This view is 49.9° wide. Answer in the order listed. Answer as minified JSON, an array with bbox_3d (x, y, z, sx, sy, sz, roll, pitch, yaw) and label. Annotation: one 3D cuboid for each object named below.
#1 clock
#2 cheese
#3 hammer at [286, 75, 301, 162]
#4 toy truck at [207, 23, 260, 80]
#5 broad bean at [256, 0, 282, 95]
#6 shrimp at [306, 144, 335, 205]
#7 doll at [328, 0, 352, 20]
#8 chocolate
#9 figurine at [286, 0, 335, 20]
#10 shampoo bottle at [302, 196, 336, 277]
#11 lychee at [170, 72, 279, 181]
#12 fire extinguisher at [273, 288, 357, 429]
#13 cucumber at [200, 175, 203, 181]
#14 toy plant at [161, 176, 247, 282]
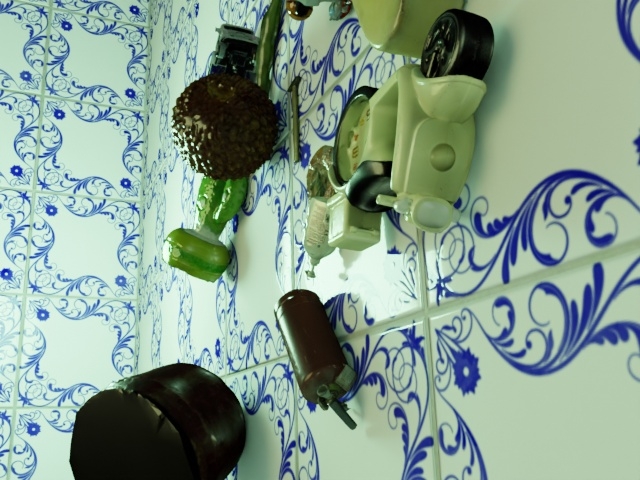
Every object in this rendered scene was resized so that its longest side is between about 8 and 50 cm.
[{"bbox_3d":[0.116,-0.129,0.976,0.379,0.120,0.276,152,124,-68],"label":"clock"},{"bbox_3d":[0.122,-0.490,1.036,0.384,0.104,0.383,-175,90,-67],"label":"cheese"},{"bbox_3d":[-0.056,-0.261,1.512,0.062,0.013,0.198,144,128,-60],"label":"hammer"},{"bbox_3d":[-0.248,-0.454,1.861,0.155,0.125,0.267,-102,27,-45],"label":"toy truck"},{"bbox_3d":[-0.133,-0.469,1.697,0.060,0.043,0.297,22,106,54],"label":"broad bean"},{"bbox_3d":[0.002,-0.089,1.307,0.101,0.042,0.190,-7,78,59],"label":"shrimp"},{"bbox_3d":[0.039,-0.441,1.299,0.114,0.039,0.057,-17,75,62],"label":"doll"},{"bbox_3d":[-0.349,0.475,1.628,0.384,0.331,0.383,2,93,28],"label":"chocolate"},{"bbox_3d":[-0.021,-0.506,1.282,0.236,0.133,0.175,-122,39,-75],"label":"figurine"},{"bbox_3d":[0.000,0.000,1.263,0.077,0.045,0.151,22,107,29],"label":"shampoo bottle"},{"bbox_3d":[-0.224,-0.256,1.626,0.267,0.268,0.267,-175,90,-67],"label":"lychee"},{"bbox_3d":[-0.003,0.203,1.199,0.269,0.105,0.104,-117,39,-51],"label":"fire extinguisher"},{"bbox_3d":[-0.314,-0.210,2.053,0.181,0.053,0.053,-49,42,50],"label":"cucumber"},{"bbox_3d":[-0.300,-0.060,1.883,0.224,0.185,0.315,31,98,59],"label":"toy plant"}]
